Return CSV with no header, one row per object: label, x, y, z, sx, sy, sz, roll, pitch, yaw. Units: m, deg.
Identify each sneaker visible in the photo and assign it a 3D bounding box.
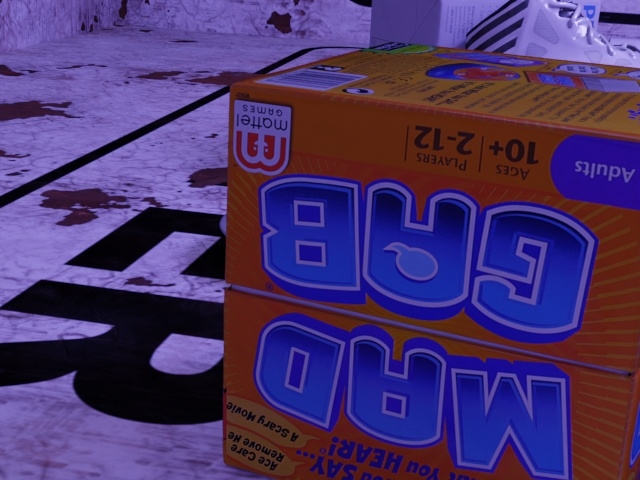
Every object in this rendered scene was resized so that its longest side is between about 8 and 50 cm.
sneaker,0.453,-0.320,1.757,0.447,0.258,0.169,-7,6,7

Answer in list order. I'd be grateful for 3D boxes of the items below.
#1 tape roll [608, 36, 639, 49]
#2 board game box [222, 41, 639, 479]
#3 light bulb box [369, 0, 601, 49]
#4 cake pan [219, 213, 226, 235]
tape roll,0.687,-0.307,2.290,0.169,0.246,0.246,6,18,12
board game box,0.151,0.023,1.009,0.356,0.356,0.356,11,19,24
light bulb box,0.294,-0.291,2.002,0.361,0.358,0.225,-6,21,-28
cake pan,0.000,0.000,1.552,0.293,0.054,0.293,3,18,-1
